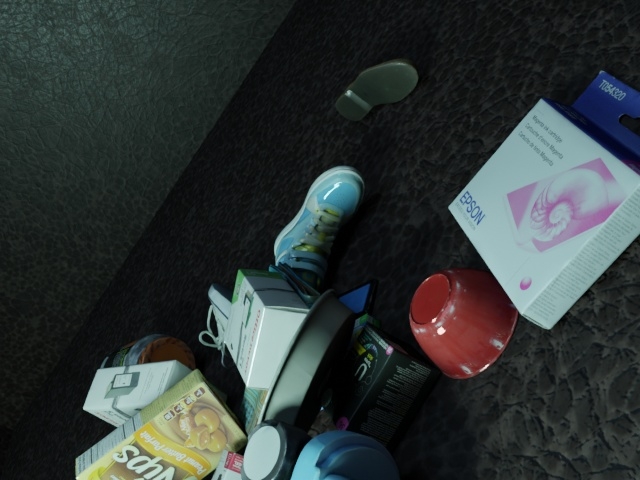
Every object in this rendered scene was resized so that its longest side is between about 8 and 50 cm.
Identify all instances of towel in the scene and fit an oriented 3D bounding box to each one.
[{"bbox_3d":[-0.090,0.249,1.490,0.271,0.040,0.370,-147,68,-67],"label":"towel"}]

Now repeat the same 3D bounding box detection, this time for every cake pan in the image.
[{"bbox_3d":[-0.017,0.224,1.234,0.293,0.054,0.293,-60,-14,-26],"label":"cake pan"}]

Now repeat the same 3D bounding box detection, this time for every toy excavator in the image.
[{"bbox_3d":[0.047,0.472,0.935,0.445,0.222,0.432,-4,61,52],"label":"toy excavator"}]

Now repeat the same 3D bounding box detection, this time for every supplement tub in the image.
[{"bbox_3d":[-0.484,0.370,2.074,0.316,0.194,0.193,-25,42,53],"label":"supplement tub"}]

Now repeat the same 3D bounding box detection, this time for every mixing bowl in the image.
[{"bbox_3d":[0.203,0.111,1.136,0.181,0.098,0.181,-44,29,33],"label":"mixing bowl"}]

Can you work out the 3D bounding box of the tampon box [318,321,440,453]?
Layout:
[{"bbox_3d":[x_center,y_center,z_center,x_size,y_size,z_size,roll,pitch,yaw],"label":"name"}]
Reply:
[{"bbox_3d":[0.092,0.239,1.201,0.161,0.101,0.120,-59,23,3],"label":"tampon box"}]

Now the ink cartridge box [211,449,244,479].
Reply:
[{"bbox_3d":[-0.185,0.503,1.476,0.150,0.063,0.109,-68,14,-18],"label":"ink cartridge box"}]

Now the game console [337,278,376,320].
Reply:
[{"bbox_3d":[0.031,0.134,1.469,0.144,0.124,0.085,-31,63,48],"label":"game console"}]

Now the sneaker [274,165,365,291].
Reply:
[{"bbox_3d":[0.000,0.000,1.631,0.319,0.127,0.208,-55,21,35],"label":"sneaker"}]

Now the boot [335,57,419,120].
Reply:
[{"bbox_3d":[0.147,-0.398,1.818,0.115,0.112,0.305,-58,20,-22],"label":"boot"}]

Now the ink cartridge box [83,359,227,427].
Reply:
[{"bbox_3d":[-0.397,0.387,1.778,0.273,0.198,0.114,-12,49,34],"label":"ink cartridge box"}]

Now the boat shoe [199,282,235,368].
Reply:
[{"bbox_3d":[-0.208,0.231,1.789,0.156,0.136,0.367,-61,33,5],"label":"boat shoe"}]

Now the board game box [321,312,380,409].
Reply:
[{"bbox_3d":[0.032,0.238,1.402,0.201,0.035,0.136,-38,33,41],"label":"board game box"}]

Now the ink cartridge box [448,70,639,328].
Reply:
[{"bbox_3d":[0.359,-0.087,1.090,0.330,0.071,0.324,-53,24,18],"label":"ink cartridge box"}]

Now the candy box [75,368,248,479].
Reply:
[{"bbox_3d":[-0.331,0.444,1.565,0.316,0.183,0.087,-37,20,-8],"label":"candy box"}]

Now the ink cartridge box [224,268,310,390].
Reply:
[{"bbox_3d":[-0.103,0.162,1.378,0.219,0.093,0.160,-140,61,-67],"label":"ink cartridge box"}]
